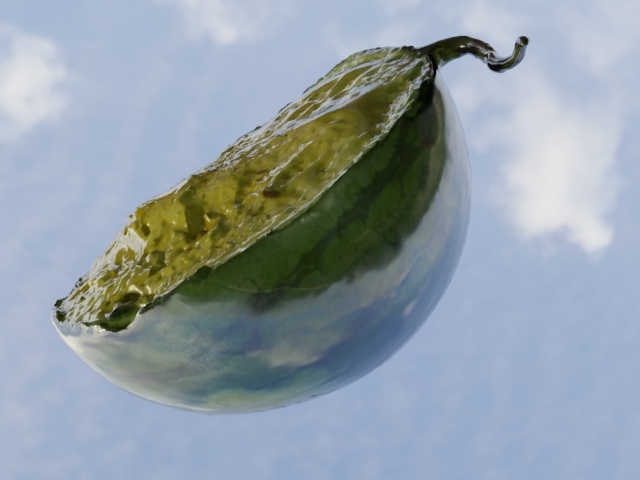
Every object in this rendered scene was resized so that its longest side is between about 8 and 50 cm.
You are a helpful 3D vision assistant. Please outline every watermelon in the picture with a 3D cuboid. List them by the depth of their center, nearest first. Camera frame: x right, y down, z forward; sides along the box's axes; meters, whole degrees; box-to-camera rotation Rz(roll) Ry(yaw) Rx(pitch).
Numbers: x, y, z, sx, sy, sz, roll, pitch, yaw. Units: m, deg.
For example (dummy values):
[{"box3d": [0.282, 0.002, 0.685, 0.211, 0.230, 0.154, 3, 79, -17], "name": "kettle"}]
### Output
[{"box3d": [-0.007, 0.004, 0.622, 0.232, 0.204, 0.127, -36, -75, -8], "name": "watermelon"}]
